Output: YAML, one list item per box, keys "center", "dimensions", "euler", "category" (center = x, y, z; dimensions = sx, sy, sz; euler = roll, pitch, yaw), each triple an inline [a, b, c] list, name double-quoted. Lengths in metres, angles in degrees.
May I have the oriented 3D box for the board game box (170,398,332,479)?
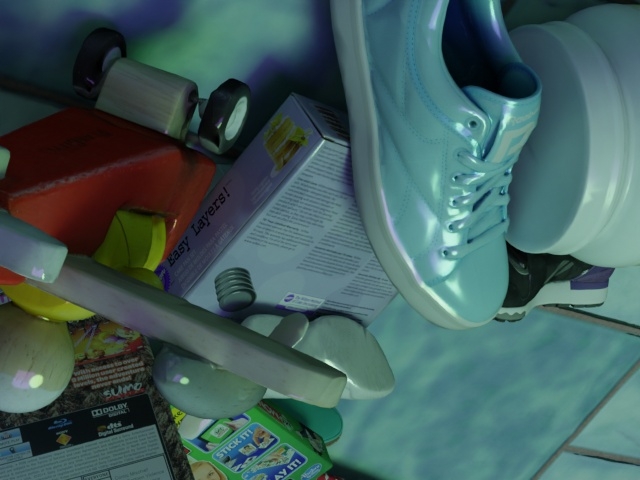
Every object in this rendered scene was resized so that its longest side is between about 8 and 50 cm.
- center: [-0.173, 0.262, 1.418]
  dimensions: [0.317, 0.046, 0.213]
  euler: [-38, 133, 11]
  category: "board game box"

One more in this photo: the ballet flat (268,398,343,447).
- center: [-0.076, 0.196, 1.491]
  dimensions: [0.206, 0.073, 0.067]
  euler: [9, 151, -28]
  category: "ballet flat"

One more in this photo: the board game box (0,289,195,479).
- center: [-0.250, 0.174, 1.210]
  dimensions: [0.232, 0.291, 0.141]
  euler: [-13, 136, -13]
  category: "board game box"

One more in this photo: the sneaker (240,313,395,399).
- center: [-0.023, 0.120, 1.320]
  dimensions: [0.212, 0.080, 0.094]
  euler: [16, 138, -43]
  category: "sneaker"

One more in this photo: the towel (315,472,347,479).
- center: [-0.033, 0.342, 1.622]
  dimensions: [0.199, 0.031, 0.275]
  euler: [-48, 135, 16]
  category: "towel"

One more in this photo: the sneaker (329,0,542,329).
- center: [0.113, -0.080, 1.147]
  dimensions: [0.135, 0.150, 0.366]
  euler: [-35, 119, -33]
  category: "sneaker"

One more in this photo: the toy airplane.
- center: [-0.211, 0.017, 1.013]
  dimensions: [0.384, 0.386, 0.272]
  euler: [4, 116, -28]
  category: "toy airplane"

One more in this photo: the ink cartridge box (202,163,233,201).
- center: [-0.065, -0.042, 1.280]
  dimensions: [0.083, 0.028, 0.048]
  euler: [1, 132, -38]
  category: "ink cartridge box"

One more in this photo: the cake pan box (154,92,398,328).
- center: [0.000, 0.000, 1.298]
  dimensions: [0.267, 0.070, 0.246]
  euler: [13, 127, -47]
  category: "cake pan box"

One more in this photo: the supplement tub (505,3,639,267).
- center: [0.326, -0.096, 1.267]
  dimensions: [0.324, 0.235, 0.235]
  euler: [-4, 132, -22]
  category: "supplement tub"

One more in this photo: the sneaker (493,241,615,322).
- center: [0.207, -0.003, 1.382]
  dimensions: [0.283, 0.107, 0.124]
  euler: [-6, 122, -50]
  category: "sneaker"
